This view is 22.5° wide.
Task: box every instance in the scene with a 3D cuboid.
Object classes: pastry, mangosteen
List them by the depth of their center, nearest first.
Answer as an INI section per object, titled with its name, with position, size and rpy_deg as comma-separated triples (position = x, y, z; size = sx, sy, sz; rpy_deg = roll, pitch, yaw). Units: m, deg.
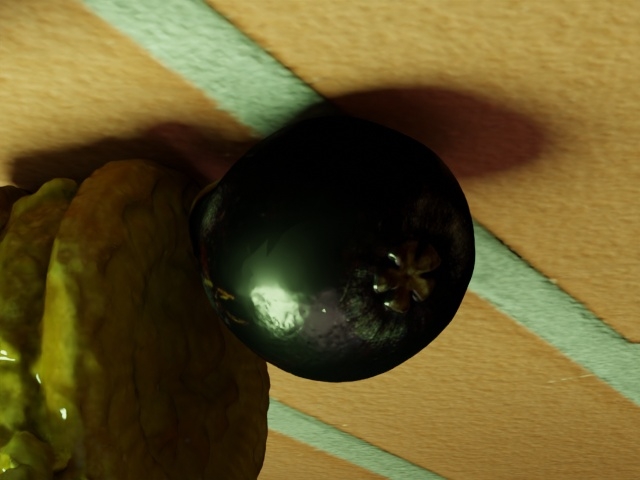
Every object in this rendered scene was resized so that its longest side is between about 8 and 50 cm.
[mangosteen]
position = 0.000, 0.000, 0.784
size = 0.137, 0.137, 0.151
rpy_deg = 15, -172, -34
[pastry]
position = -0.119, 0.083, 0.826
size = 0.132, 0.235, 0.240
rpy_deg = -5, 148, 22
